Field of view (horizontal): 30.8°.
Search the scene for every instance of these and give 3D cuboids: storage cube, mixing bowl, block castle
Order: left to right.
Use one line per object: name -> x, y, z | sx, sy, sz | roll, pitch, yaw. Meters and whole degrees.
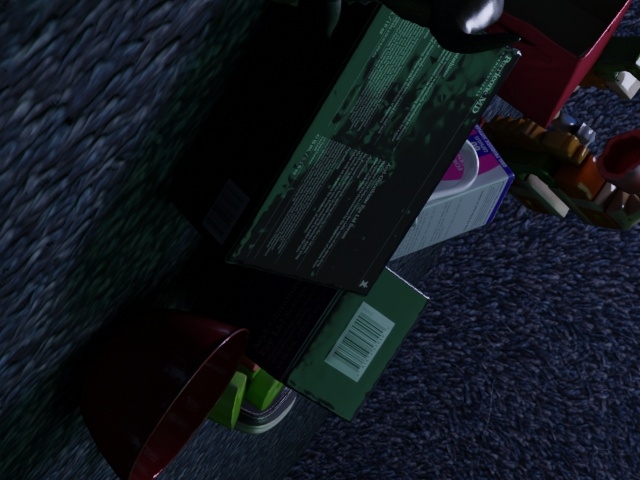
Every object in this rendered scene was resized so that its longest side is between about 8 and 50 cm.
mixing bowl -> -0.157, 0.130, 1.073 | 0.181, 0.098, 0.181 | -53, 168, -16
storage cube -> 0.304, -0.307, 1.587 | 0.215, 0.184, 0.193 | -52, 170, -21
block castle -> 0.410, -0.210, 1.816 | 0.303, 0.213, 0.453 | -58, -148, -9

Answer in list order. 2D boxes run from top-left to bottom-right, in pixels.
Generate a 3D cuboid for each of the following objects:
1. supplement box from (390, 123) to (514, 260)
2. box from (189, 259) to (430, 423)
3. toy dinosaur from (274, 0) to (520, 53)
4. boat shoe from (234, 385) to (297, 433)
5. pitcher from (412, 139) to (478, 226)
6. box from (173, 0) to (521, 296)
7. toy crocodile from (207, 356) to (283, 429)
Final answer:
supplement box -> 0.108, -0.058, 1.428 | 0.220, 0.111, 0.114 | -21, 154, -21
box -> -0.016, 0.067, 1.190 | 0.108, 0.207, 0.153 | 36, 84, -36
toy dinosaur -> 0.049, -0.188, 0.735 | 0.160, 0.313, 0.121 | 18, 97, -41
boat shoe -> -0.053, 0.156, 1.651 | 0.285, 0.103, 0.092 | -50, 164, -48
pitcher -> 0.088, -0.077, 1.306 | 0.125, 0.178, 0.207 | -20, -147, 54
box -> 0.023, -0.096, 0.991 | 0.184, 0.103, 0.261 | 18, 109, -45
toy crocodile -> -0.052, 0.093, 1.390 | 0.340, 0.115, 0.105 | -47, 167, -38
